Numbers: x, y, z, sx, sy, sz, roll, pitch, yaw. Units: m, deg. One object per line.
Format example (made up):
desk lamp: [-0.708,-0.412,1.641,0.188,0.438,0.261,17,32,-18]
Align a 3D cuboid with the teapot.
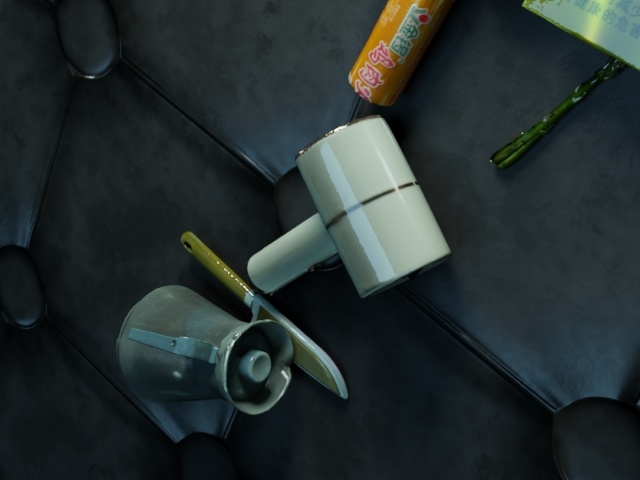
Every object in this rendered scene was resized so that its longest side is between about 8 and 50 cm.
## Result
teapot: [-0.170,0.154,1.861,0.225,0.203,0.171,8,82,42]

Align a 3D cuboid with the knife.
knife: [-0.079,0.104,1.891,0.343,0.027,0.061,40,140,24]

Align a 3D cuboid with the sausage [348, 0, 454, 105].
sausage: [0.111,-0.269,1.585,0.071,0.071,0.234,46,128,22]

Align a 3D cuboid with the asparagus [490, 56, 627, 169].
asparagus: [0.272,-0.148,1.512,0.233,0.022,0.023,-42,30,42]

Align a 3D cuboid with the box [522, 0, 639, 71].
box: [0.344,-0.337,1.344,0.173,0.043,0.311,34,114,23]

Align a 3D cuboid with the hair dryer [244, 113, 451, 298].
hair dryer: [0.000,0.000,1.742,0.362,0.128,0.203,-33,81,50]
